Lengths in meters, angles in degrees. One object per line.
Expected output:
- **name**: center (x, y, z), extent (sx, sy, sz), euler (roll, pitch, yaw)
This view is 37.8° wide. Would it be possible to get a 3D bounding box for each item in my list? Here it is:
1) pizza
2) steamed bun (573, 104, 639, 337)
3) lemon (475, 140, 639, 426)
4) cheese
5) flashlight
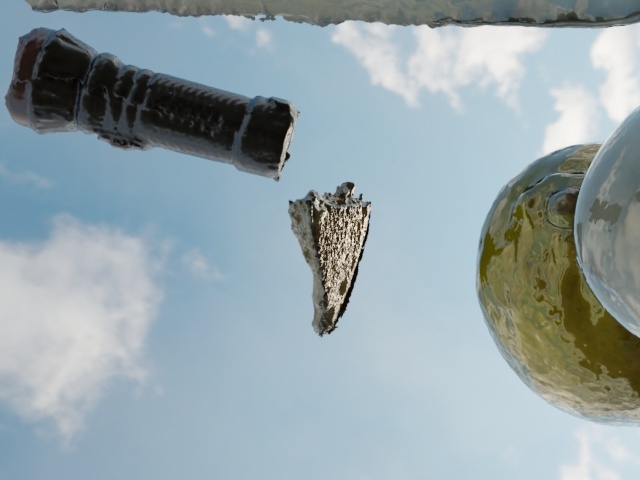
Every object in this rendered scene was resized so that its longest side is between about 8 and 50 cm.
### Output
- **pizza**: center (0.000, 0.000, 1.019), extent (0.195, 0.052, 0.185), euler (57, -136, -60)
- **steamed bun**: center (0.254, -0.027, 0.494), extent (0.231, 0.231, 0.145), euler (-17, -67, -42)
- **lemon**: center (0.279, 0.037, 0.894), extent (0.316, 0.285, 0.285), euler (45, -116, -20)
- **cheese**: center (-0.011, -0.124, 0.434), extent (0.085, 0.400, 0.034), euler (-30, -58, -37)
- **flashlight**: center (-0.134, -0.105, 0.769), extent (0.232, 0.093, 0.093), euler (17, -99, -1)
